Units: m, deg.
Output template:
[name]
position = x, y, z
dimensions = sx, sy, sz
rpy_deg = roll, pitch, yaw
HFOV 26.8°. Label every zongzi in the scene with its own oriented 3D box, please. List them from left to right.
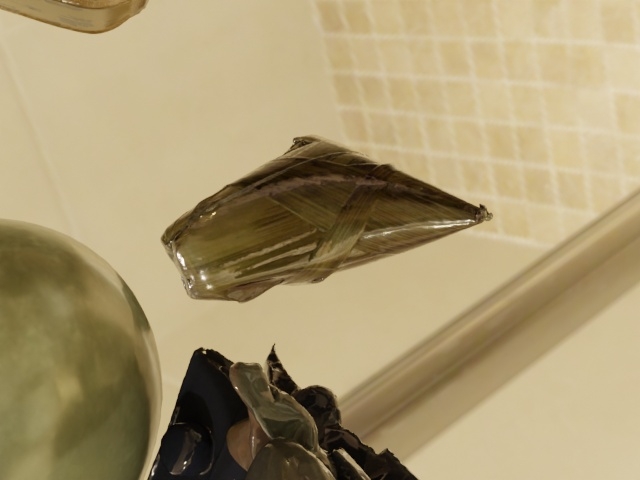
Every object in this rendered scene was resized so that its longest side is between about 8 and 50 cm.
[zongzi]
position = 0.000, 0.000, 1.223
dimensions = 0.242, 0.221, 0.112
rpy_deg = 23, 136, 46

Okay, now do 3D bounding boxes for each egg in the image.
[egg]
position = -0.251, 0.133, 0.907
dimensions = 0.352, 0.258, 0.258
rpy_deg = -41, 80, 27

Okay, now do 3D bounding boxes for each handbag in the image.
[handbag]
position = -0.010, 0.218, 0.786
dimensions = 0.325, 0.118, 0.269
rpy_deg = 39, 120, 47

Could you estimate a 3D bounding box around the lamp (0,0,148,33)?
[lamp]
position = -0.167, -0.208, 0.748
dimensions = 0.185, 0.161, 0.161
rpy_deg = 21, 148, -8
